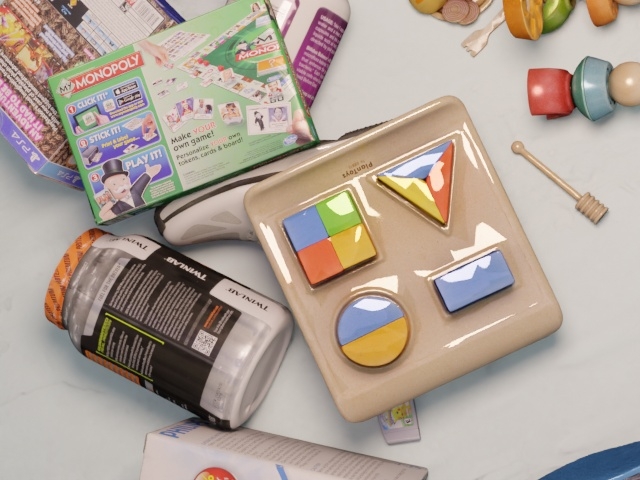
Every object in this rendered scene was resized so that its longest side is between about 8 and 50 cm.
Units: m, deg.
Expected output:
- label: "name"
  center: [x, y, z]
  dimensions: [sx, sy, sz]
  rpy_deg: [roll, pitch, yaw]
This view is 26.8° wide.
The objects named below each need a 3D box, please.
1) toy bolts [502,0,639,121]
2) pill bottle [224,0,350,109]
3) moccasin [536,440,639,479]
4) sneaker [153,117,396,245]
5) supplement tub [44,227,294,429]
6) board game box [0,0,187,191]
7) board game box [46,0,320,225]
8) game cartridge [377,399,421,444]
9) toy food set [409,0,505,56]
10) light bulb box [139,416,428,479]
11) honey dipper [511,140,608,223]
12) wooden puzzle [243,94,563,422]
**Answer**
- label: "toy bolts"
  center: [0.350, -0.271, 1.771]
  dimensions: [0.158, 0.218, 0.228]
  rpy_deg: [-4, 94, 26]
- label: "pill bottle"
  center: [-0.060, -0.288, 1.877]
  dimensions: [0.169, 0.169, 0.301]
  rpy_deg: [25, 93, 12]
- label: "moccasin"
  center: [0.429, 0.334, 1.763]
  dimensions: [0.342, 0.138, 0.117]
  rpy_deg: [-19, 98, 16]
- label: "sneaker"
  center: [0.000, 0.000, 1.852]
  dimensions: [0.447, 0.169, 0.257]
  rpy_deg: [-15, 83, 9]
- label: "supplement tub"
  center: [-0.213, 0.115, 1.881]
  dimensions: [0.316, 0.193, 0.193]
  rpy_deg: [26, 93, 11]
- label: "board game box"
  center: [-0.348, -0.260, 1.934]
  dimensions: [0.291, 0.141, 0.232]
  rpy_deg: [-46, 70, 7]
- label: "board game box"
  center: [-0.183, -0.173, 1.786]
  dimensions: [0.317, 0.046, 0.213]
  rpy_deg: [-20, 85, 10]
- label: "game cartridge"
  center: [0.108, 0.244, 1.898]
  dimensions: [0.056, 0.017, 0.083]
  rpy_deg: [-12, 85, 15]
- label: "toy food set"
  center: [0.187, -0.367, 1.891]
  dimensions: [0.132, 0.038, 0.192]
  rpy_deg: [-46, 80, 7]
- label: "light bulb box"
  center: [-0.072, 0.455, 1.822]
  dimensions: [0.361, 0.225, 0.358]
  rpy_deg: [11, 90, 11]
- label: "honey dipper"
  center: [0.326, -0.083, 1.856]
  dimensions: [0.161, 0.030, 0.030]
  rpy_deg: [40, 96, 13]
- label: "wooden puzzle"
  center: [0.109, 0.027, 1.751]
  dimensions: [0.322, 0.080, 0.348]
  rpy_deg: [-25, 92, 1]
